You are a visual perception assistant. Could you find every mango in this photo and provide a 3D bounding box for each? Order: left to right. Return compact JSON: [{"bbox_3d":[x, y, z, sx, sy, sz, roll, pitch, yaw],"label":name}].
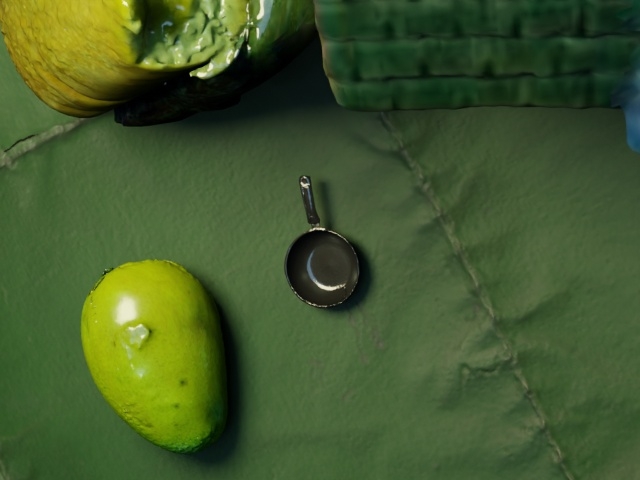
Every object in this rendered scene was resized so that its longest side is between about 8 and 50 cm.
[{"bbox_3d":[-0.140,0.103,1.703,0.119,0.100,0.178,-20,97,19],"label":"mango"}]

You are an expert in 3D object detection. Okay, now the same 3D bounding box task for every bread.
[{"bbox_3d":[-0.139,-0.220,1.528,0.208,0.376,0.251,-10,90,-19],"label":"bread"}]

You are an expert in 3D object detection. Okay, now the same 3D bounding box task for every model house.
[{"bbox_3d":[0.230,-0.250,1.363,0.445,0.400,0.395,2,100,21],"label":"model house"}]

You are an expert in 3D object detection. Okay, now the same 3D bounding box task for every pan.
[{"bbox_3d":[0.000,0.000,1.675,0.068,0.023,0.115,-7,97,22],"label":"pan"}]
